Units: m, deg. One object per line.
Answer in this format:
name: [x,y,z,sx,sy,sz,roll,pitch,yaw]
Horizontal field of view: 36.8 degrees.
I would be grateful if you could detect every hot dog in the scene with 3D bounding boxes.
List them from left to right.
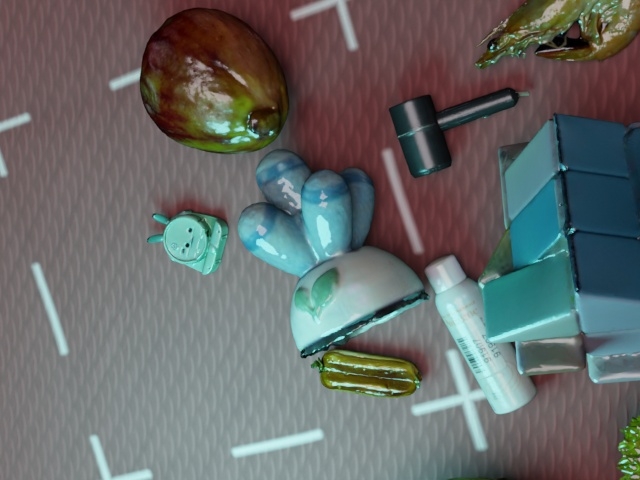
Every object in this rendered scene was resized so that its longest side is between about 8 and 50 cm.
hot dog: [0.079,0.225,1.633,0.188,0.055,0.072,7,97,14]

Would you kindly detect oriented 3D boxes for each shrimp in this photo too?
shrimp: [0.377,-0.325,1.476,0.287,0.063,0.152,-34,100,15]

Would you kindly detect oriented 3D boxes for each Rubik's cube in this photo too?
Rubik's cube: [0.405,0.010,1.366,0.358,0.368,0.387,-6,63,16]

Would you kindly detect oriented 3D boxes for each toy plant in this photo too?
toy plant: [0.000,0.000,1.550,0.247,0.247,0.332,-29,83,17]

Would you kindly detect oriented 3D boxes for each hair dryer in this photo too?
hair dryer: [0.229,-0.191,1.535,0.219,0.071,0.124,-21,94,8]

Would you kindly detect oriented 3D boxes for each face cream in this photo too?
face cream: [0.254,0.148,1.561,0.082,0.082,0.269,-30,90,17]

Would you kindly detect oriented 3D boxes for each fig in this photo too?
fig: [-0.169,-0.246,1.556,0.263,0.224,0.224,41,106,3]

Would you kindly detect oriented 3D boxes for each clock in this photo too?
clock: [-0.235,-0.003,1.691,0.135,0.041,0.101,17,102,12]

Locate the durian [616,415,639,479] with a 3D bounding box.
durian: [0.587,0.343,1.430,0.293,0.258,0.258,18,102,2]

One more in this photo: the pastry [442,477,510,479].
pastry: [0.250,0.548,1.466,0.312,0.388,0.388,-29,90,55]
